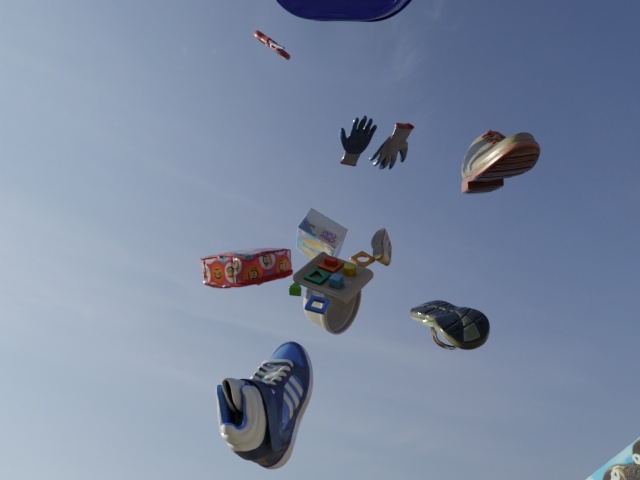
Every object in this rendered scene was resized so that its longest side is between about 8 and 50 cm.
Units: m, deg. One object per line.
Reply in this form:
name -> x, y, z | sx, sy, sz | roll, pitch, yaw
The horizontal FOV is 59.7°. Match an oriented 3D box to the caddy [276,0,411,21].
caddy -> 0.050, -0.584, 1.168 | 0.341, 0.179, 0.241 | 6, -63, 11

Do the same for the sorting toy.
sorting toy -> 0.042, 0.100, 1.718 | 0.196, 0.347, 0.047 | 22, -52, 27

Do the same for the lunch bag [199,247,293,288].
lunch bag -> -0.241, 0.083, 1.906 | 0.293, 0.120, 0.258 | -3, 7, 44

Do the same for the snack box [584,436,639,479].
snack box -> 0.459, 0.340, 0.642 | 0.060, 0.322, 0.187 | 44, -80, -8

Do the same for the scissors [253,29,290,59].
scissors -> -0.122, -0.473, 1.330 | 0.109, 0.297, 0.021 | 36, -78, -10

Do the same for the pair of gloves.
pair of gloves -> 0.134, -0.244, 1.412 | 0.198, 0.023, 0.159 | 7, -43, -16

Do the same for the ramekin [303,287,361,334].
ramekin -> 0.035, 0.194, 1.830 | 0.109, 0.207, 0.207 | 14, -28, 34

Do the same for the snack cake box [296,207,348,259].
snack cake box -> 0.000, 0.000, 1.999 | 0.152, 0.089, 0.264 | 32, -18, 7

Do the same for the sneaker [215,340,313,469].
sneaker -> -0.129, 0.330, 1.265 | 0.130, 0.323, 0.236 | -9, -42, 25

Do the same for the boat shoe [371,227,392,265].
boat shoe -> 0.207, 0.024, 1.852 | 0.063, 0.170, 0.059 | -33, -64, 28

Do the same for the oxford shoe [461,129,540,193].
oxford shoe -> 0.395, -0.200, 1.292 | 0.122, 0.130, 0.348 | -5, -7, -6

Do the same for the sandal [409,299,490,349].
sandal -> 0.311, 0.210, 1.334 | 0.120, 0.086, 0.303 | -12, 6, -10
